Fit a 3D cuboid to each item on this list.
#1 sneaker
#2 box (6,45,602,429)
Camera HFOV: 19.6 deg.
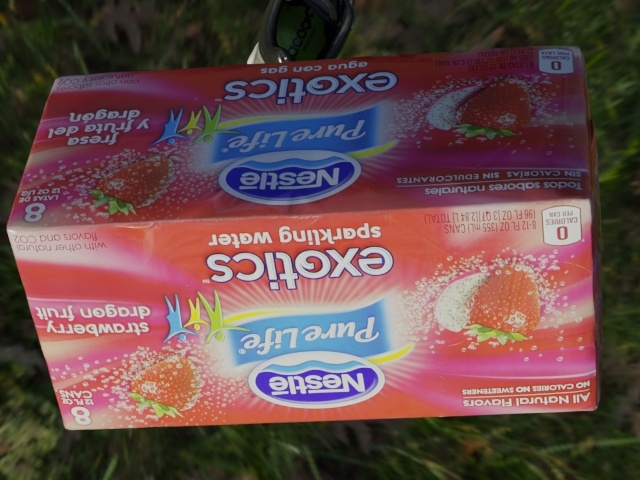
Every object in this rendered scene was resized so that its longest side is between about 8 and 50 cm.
[{"bbox_3d":[-0.003,-0.163,1.242,0.063,0.075,0.170,24,69,-11],"label":"sneaker"},{"bbox_3d":[0.000,0.000,0.859,0.257,0.123,0.128,-3,129,8],"label":"box"}]
